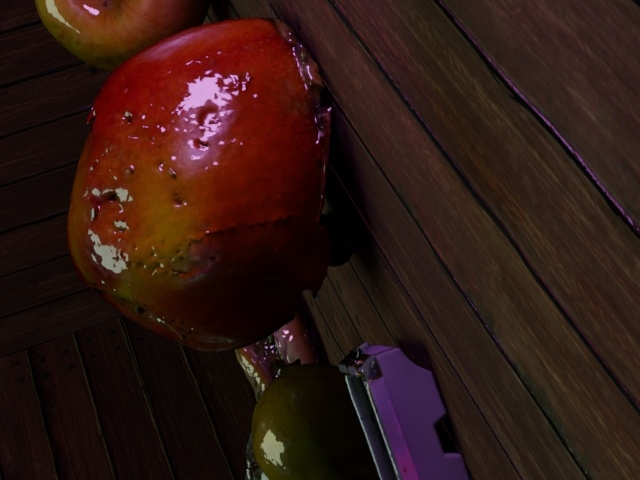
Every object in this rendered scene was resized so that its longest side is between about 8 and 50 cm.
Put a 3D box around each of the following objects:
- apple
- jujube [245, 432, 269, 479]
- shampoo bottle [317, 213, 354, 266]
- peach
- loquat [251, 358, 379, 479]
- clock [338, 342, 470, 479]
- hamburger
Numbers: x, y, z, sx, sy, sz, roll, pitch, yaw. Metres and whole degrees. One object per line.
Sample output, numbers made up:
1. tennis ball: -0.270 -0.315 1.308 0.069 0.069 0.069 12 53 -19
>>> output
1. apple: -0.316 -0.424 2.207 0.275 0.299 0.299 -44 -61 -65
2. jujube: -0.018 0.389 2.273 0.317 0.226 0.226 95 154 -64
3. shampoo bottle: -0.001 0.000 1.864 0.208 0.057 0.063 -150 39 -77
4. peach: -0.133 -0.082 1.698 0.353 0.416 0.339 35 171 -20
5. loquat: -0.007 0.269 1.981 0.246 0.213 0.213 59 166 29
6. clock: 0.105 0.239 1.633 0.186 0.083 0.253 165 86 -81
7. hamburger: -0.074 0.214 2.499 0.243 0.146 0.286 -150 35 -86
